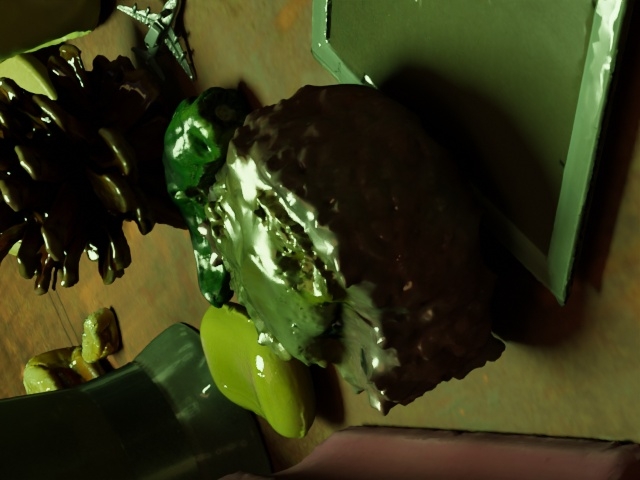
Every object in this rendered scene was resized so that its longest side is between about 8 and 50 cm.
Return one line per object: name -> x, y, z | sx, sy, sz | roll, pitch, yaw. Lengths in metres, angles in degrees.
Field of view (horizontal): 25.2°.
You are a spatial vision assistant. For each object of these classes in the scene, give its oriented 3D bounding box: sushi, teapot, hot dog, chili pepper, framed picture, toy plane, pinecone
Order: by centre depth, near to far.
framed picture -> 0.064, -0.143, 0.648 | 0.231, 0.018, 0.293 | 48, 150, 36
sushi -> -0.002, -0.014, 0.771 | 0.241, 0.107, 0.161 | 42, 153, 48
chili pepper -> -0.082, -0.037, 1.012 | 0.073, 0.050, 0.182 | 41, 148, 33
toy plane -> -0.113, -0.146, 1.012 | 0.078, 0.024, 0.084 | 44, 153, 6
pinecone -> -0.191, -0.048, 1.069 | 0.150, 0.195, 0.179 | -126, 15, -68
teapot -> -0.233, 0.238, 1.209 | 0.253, 0.344, 0.300 | 57, 154, 26
hot dog -> -0.221, 0.103, 1.453 | 0.034, 0.030, 0.090 | 49, 151, 19
hot dog -> -0.234, 0.192, 1.494 | 0.242, 0.084, 0.073 | 51, 152, 36

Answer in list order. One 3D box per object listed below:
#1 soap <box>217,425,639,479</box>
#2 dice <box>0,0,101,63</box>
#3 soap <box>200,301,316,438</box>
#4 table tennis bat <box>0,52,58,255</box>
soap -> 0.076, 0.235, 0.820 | 0.359, 0.128, 0.233 | -12, 98, 66
dice -> -0.281, -0.218, 1.123 | 0.166, 0.169, 0.169 | 3, 114, 63
soap -> -0.044, 0.092, 1.050 | 0.140, 0.045, 0.089 | 22, 127, 60
table tennis bat -> -0.327, -0.091, 1.325 | 0.320, 0.050, 0.199 | 13, 116, 37
